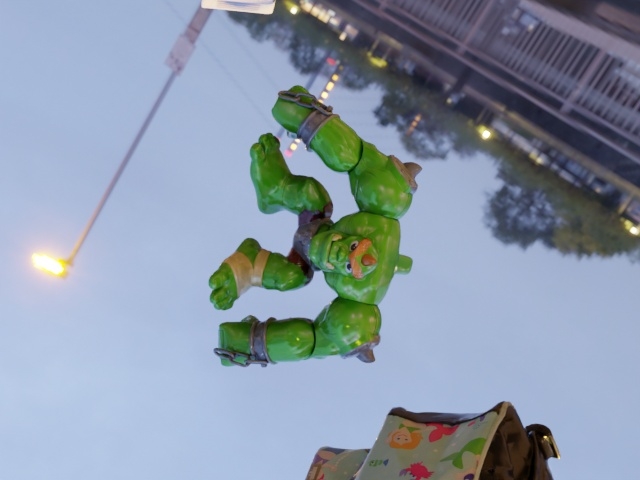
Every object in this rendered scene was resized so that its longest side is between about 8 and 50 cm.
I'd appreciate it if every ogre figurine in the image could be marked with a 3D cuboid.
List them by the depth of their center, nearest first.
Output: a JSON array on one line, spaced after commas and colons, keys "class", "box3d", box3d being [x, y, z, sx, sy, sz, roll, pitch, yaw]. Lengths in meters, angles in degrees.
[{"class": "ogre figurine", "box3d": [0.000, 0.000, 0.638, 0.118, 0.197, 0.097, 14, 163, 19]}]

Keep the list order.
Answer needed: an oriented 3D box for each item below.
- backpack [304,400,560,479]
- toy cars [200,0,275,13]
[{"class": "backpack", "box3d": [0.069, 0.254, 0.599, 0.253, 0.191, 0.225, -66, -42, -54]}, {"class": "toy cars", "box3d": [0.000, -0.303, 0.870, 0.176, 0.393, 0.087, 25, -123, -44]}]
